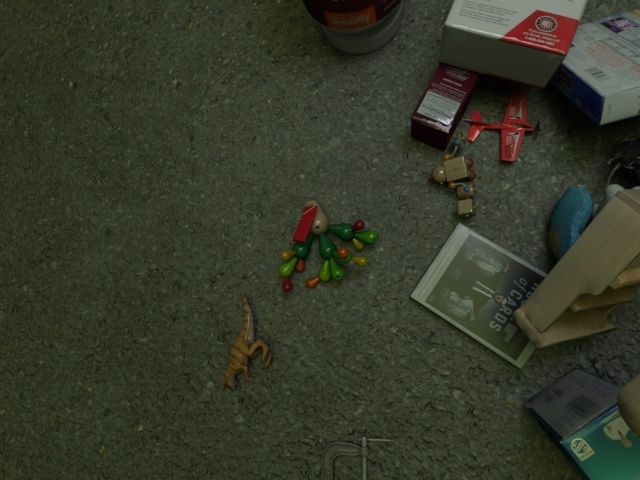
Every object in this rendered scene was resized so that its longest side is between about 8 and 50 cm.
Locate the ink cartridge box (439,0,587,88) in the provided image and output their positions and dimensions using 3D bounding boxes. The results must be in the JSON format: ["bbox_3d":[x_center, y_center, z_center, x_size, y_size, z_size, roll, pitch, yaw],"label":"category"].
[{"bbox_3d":[0.351,-0.434,0.726,0.197,0.114,0.272,22,85,13],"label":"ink cartridge box"}]

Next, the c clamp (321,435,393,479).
[{"bbox_3d":[0.066,0.457,0.810,0.137,0.022,0.160,4,82,13],"label":"c clamp"}]

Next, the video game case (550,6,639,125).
[{"bbox_3d":[0.547,-0.315,0.723,0.245,0.061,0.269,-14,42,11],"label":"video game case"}]

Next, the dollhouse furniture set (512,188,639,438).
[{"bbox_3d":[0.478,0.155,0.502,0.363,0.256,0.394,-5,44,-23],"label":"dollhouse furniture set"}]

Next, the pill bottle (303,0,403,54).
[{"bbox_3d":[0.050,-0.536,0.766,0.224,0.392,0.223,-2,81,13],"label":"pill bottle"}]

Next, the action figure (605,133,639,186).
[{"bbox_3d":[0.618,-0.177,0.707,0.276,0.164,0.140,-15,34,17],"label":"action figure"}]

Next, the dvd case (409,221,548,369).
[{"bbox_3d":[0.321,0.102,0.802,0.239,0.029,0.179,33,91,15],"label":"dvd case"}]

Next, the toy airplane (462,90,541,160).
[{"bbox_3d":[0.361,-0.227,0.841,0.152,0.028,0.151,-2,80,12],"label":"toy airplane"}]

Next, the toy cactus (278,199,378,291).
[{"bbox_3d":[0.000,0.000,0.859,0.219,0.112,0.180,-27,67,17],"label":"toy cactus"}]

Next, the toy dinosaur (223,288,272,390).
[{"bbox_3d":[-0.154,0.217,0.872,0.113,0.064,0.211,14,85,15],"label":"toy dinosaur"}]

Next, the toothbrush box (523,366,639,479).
[{"bbox_3d":[0.481,0.366,0.633,0.126,0.216,0.295,-39,77,5],"label":"toothbrush box"}]

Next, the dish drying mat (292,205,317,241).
[{"bbox_3d":[-0.031,-0.034,0.847,0.032,0.008,0.083,4,61,34],"label":"dish drying mat"}]

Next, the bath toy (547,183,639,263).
[{"bbox_3d":[0.588,-0.002,0.705,0.349,0.151,0.128,4,46,9],"label":"bath toy"}]

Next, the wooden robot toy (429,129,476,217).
[{"bbox_3d":[0.261,-0.128,0.835,0.079,0.076,0.173,-11,86,34],"label":"wooden robot toy"}]

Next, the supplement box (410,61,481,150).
[{"bbox_3d":[0.257,-0.291,0.834,0.081,0.104,0.188,27,89,14],"label":"supplement box"}]
